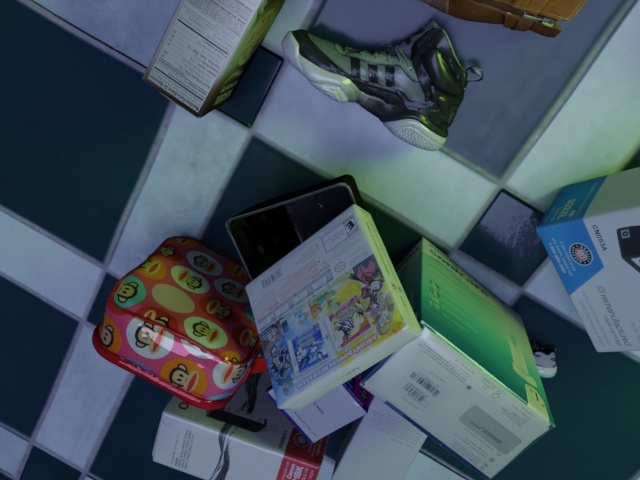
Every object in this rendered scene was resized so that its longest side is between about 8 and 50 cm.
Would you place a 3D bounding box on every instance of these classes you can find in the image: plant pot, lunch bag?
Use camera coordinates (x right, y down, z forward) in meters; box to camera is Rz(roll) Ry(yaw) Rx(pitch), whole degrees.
[{"bbox_3d":[0.000,0.000,0.931,0.187,0.167,0.188,-17,107,18],"label":"plant pot"},{"bbox_3d":[-0.173,0.120,0.951,0.258,0.293,0.120,27,111,0],"label":"lunch bag"}]

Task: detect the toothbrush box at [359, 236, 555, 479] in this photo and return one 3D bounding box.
[{"bbox_3d":[0.187,0.149,0.883,0.216,0.295,0.126,38,113,-6],"label":"toothbrush box"}]

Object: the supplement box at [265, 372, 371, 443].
[{"bbox_3d":[0.013,0.191,0.980,0.114,0.220,0.111,-35,103,21],"label":"supplement box"}]

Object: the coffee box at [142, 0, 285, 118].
[{"bbox_3d":[-0.127,-0.307,0.843,0.098,0.141,0.246,34,116,-4],"label":"coffee box"}]

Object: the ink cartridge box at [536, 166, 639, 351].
[{"bbox_3d":[0.477,0.016,0.788,0.307,0.129,0.223,-15,111,48],"label":"ink cartridge box"}]

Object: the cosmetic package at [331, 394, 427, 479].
[{"bbox_3d":[0.115,0.346,1.100,0.117,0.085,0.231,24,117,1],"label":"cosmetic package"}]

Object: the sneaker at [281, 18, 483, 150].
[{"bbox_3d":[0.089,-0.249,0.847,0.268,0.101,0.153,30,115,-8],"label":"sneaker"}]

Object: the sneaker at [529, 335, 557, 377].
[{"bbox_3d":[0.337,0.189,1.013,0.098,0.038,0.069,-4,110,3],"label":"sneaker"}]

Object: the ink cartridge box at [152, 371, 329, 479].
[{"bbox_3d":[-0.124,0.324,1.077,0.272,0.197,0.114,17,113,4],"label":"ink cartridge box"}]

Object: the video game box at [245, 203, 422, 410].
[{"bbox_3d":[0.007,0.086,0.783,0.205,0.187,0.048,-37,141,23],"label":"video game box"}]

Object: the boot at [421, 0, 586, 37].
[{"bbox_3d":[0.213,-0.326,0.699,0.220,0.283,0.109,21,79,3],"label":"boot"}]
